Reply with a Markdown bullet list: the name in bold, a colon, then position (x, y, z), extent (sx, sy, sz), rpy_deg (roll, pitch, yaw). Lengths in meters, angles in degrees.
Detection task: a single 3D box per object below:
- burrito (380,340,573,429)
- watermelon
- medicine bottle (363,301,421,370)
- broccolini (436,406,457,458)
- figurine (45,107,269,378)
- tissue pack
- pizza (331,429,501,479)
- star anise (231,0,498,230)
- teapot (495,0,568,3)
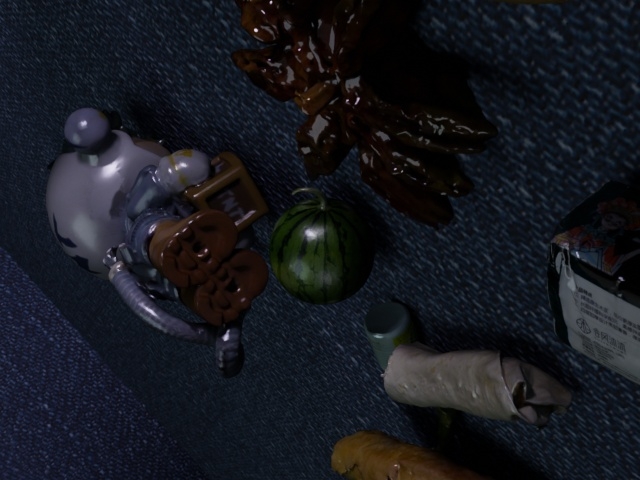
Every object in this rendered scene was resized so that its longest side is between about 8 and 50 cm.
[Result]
- **burrito**: position (0.131, 0.124, 1.018), extent (0.226, 0.087, 0.060), rpy_deg (0, 84, 61)
- **watermelon**: position (0.003, 0.005, 1.040), extent (0.109, 0.109, 0.109), rpy_deg (41, 158, 21)
- **medicine bottle**: position (0.075, 0.103, 1.127), extent (0.047, 0.047, 0.083), rpy_deg (28, 151, 45)
- **broccolini**: position (0.139, 0.231, 1.262), extent (0.254, 0.071, 0.057), rpy_deg (89, 178, -50)
- **figurine**: position (-0.177, -0.030, 1.230), extent (0.382, 0.186, 0.261), rpy_deg (24, 142, 58)
- **tissue pack**: position (0.219, 0.043, 0.665), extent (0.170, 0.090, 0.103), rpy_deg (29, 152, 40)
- **pizza**: position (0.175, 0.336, 1.214), extent (0.392, 0.080, 0.435), rpy_deg (43, 153, 4)
- **star anise**: position (0.022, -0.111, 0.807), extent (0.288, 0.088, 0.288), rpy_deg (39, 158, 19)
- **teapot**: position (0.065, -0.175, 0.286), extent (0.311, 0.203, 0.167), rpy_deg (24, 158, 30)
